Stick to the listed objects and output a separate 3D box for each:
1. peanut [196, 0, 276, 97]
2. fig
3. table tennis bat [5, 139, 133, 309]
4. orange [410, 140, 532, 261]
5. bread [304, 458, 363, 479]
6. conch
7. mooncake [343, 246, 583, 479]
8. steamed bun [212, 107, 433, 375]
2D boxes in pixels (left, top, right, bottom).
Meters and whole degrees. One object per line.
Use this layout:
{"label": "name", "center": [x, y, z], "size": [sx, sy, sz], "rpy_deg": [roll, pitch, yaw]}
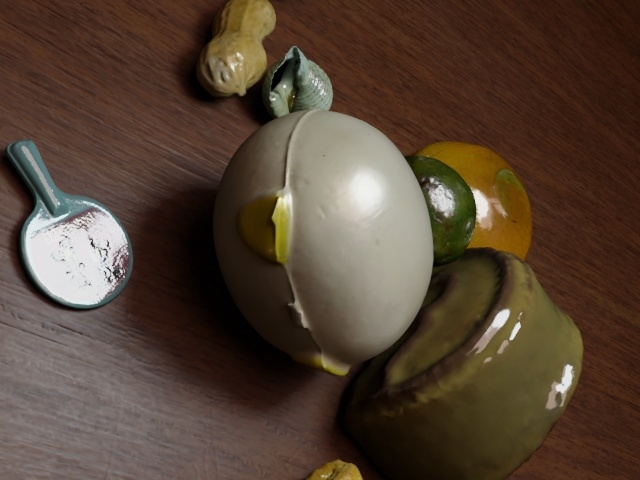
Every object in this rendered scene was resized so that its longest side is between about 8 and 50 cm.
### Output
{"label": "peanut", "center": [-0.142, -0.341, 1.311], "size": [0.117, 0.101, 0.263], "rpy_deg": [49, 38, -41]}
{"label": "fig", "center": [0.187, -0.064, 1.305], "size": [0.195, 0.195, 0.245], "rpy_deg": [55, 44, -5]}
{"label": "table tennis bat", "center": [-0.343, -0.022, 1.011], "size": [0.153, 0.040, 0.244], "rpy_deg": [-32, 95, -45]}
{"label": "orange", "center": [0.299, -0.053, 1.514], "size": [0.263, 0.196, 0.334], "rpy_deg": [6, 71, -25]}
{"label": "bread", "center": [-0.012, 0.396, 1.048], "size": [0.211, 0.083, 0.113], "rpy_deg": [-24, 91, -46]}
{"label": "conch", "center": [-0.050, -0.263, 1.345], "size": [0.135, 0.102, 0.153], "rpy_deg": [-55, 129, -19]}
{"label": "mooncake", "center": [0.220, 0.201, 1.258], "size": [0.246, 0.393, 0.394], "rpy_deg": [47, 5, -13]}
{"label": "steamed bun", "center": [0.006, 0.000, 1.093], "size": [0.334, 0.334, 0.373], "rpy_deg": [-55, 134, -43]}
